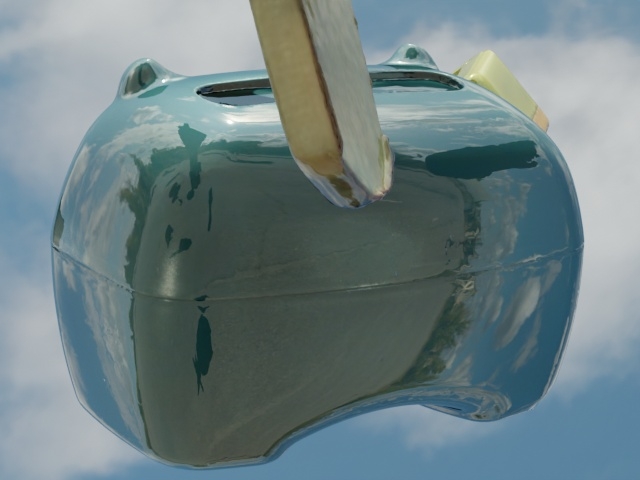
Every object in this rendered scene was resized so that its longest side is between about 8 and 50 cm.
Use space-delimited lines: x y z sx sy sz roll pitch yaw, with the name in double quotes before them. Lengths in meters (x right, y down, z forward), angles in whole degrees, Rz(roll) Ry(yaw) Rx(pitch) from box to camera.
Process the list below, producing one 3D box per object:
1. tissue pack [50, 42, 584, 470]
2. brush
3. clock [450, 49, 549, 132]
"tissue pack" 0.000 0.000 0.960 0.198 0.287 0.206 28 -59 58
"brush" -0.033 -0.167 0.422 0.020 0.085 0.336 -18 -103 18
"clock" 0.081 -0.054 1.370 0.202 0.143 0.096 -36 -81 20
